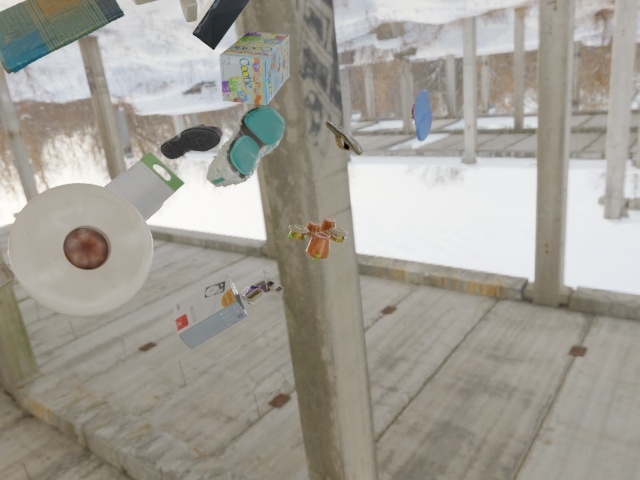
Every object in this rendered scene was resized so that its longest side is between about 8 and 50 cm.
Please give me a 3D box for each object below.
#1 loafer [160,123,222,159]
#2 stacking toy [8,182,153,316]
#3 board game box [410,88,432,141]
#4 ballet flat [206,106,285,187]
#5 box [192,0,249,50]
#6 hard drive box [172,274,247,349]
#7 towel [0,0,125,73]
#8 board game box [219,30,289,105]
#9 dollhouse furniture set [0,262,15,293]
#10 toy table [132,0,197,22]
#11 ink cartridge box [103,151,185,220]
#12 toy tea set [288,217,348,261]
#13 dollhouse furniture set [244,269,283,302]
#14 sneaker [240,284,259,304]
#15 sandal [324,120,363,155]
[{"bbox_3d":[-0.496,-0.400,2.042,0.302,0.109,0.095,-10,-142,31],"label":"loafer"},{"bbox_3d":[-0.722,0.057,1.508,0.350,0.350,0.480,-22,-177,-39],"label":"stacking toy"},{"bbox_3d":[0.325,-0.412,1.738,0.033,0.169,0.133,10,-132,32],"label":"board game box"},{"bbox_3d":[-0.233,-0.283,1.577,0.147,0.147,0.409,0,-147,18],"label":"ballet flat"},{"bbox_3d":[-0.355,-0.844,1.914,0.103,0.261,0.184,34,-161,-26],"label":"box"},{"bbox_3d":[-0.402,0.256,1.901,0.232,0.089,0.181,-31,-143,-5],"label":"hard drive box"},{"bbox_3d":[-0.785,-0.652,1.551,0.370,0.040,0.271,-30,-118,-8],"label":"towel"},{"bbox_3d":[-0.198,-0.542,1.639,0.142,0.144,0.275,8,-145,8],"label":"board game box"},{"bbox_3d":[-1.298,0.061,1.803,0.256,0.394,0.362,-41,-172,-37],"label":"dollhouse furniture set"},{"bbox_3d":[-0.307,-0.603,1.117,0.274,0.161,0.252,-24,175,-6],"label":"toy table"},{"bbox_3d":[-0.605,-0.177,1.802,0.056,0.171,0.235,-38,-167,47],"label":"ink cartridge box"},{"bbox_3d":[0.000,0.000,2.310,0.200,0.124,0.336,25,-158,27],"label":"toy tea set"},{"bbox_3d":[-0.199,0.159,1.796,0.091,0.081,0.114,18,-142,34],"label":"dollhouse furniture set"},{"bbox_3d":[-0.261,0.203,2.021,0.071,0.068,0.170,-51,-170,-4],"label":"sneaker"},{"bbox_3d":[0.071,-0.324,1.700,0.180,0.049,0.072,46,-157,28],"label":"sandal"}]
